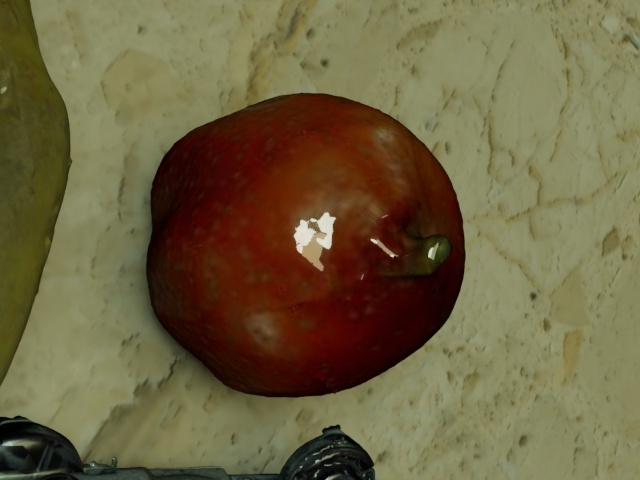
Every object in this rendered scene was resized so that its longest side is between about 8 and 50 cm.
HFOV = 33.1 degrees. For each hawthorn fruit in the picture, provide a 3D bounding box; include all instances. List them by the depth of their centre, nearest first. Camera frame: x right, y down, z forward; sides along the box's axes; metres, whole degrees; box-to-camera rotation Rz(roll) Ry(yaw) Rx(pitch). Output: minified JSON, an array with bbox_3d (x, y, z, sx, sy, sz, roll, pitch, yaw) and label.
[{"bbox_3d":[0.000,0.000,0.558,0.169,0.188,0.169,9,76,-38],"label":"hawthorn fruit"}]

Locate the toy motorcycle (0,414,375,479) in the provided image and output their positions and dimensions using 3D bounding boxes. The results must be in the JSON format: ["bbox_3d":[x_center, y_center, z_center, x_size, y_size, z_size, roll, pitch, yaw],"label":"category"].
[{"bbox_3d":[-0.085,0.167,0.526,0.263,0.091,0.157,5,104,-30],"label":"toy motorcycle"}]

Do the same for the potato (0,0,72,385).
[{"bbox_3d":[-0.207,-0.032,0.464,0.192,0.141,0.296,16,72,-33],"label":"potato"}]
